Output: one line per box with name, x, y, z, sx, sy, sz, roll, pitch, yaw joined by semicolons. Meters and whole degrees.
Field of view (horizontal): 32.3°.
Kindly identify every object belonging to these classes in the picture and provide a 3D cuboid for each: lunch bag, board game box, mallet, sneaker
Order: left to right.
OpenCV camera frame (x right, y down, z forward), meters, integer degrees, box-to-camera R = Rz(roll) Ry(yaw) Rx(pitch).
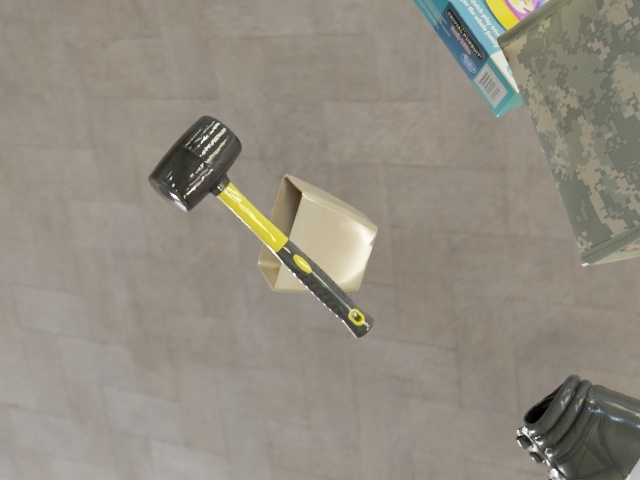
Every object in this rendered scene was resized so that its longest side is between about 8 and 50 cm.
mallet;-0.038;0.005;0.748;0.189;0.062;0.039;52;161;-15
board game box;0.348;-0.373;1.769;0.253;0.336;0.079;57;153;12
sneaker;0.287;0.270;1.284;0.147;0.104;0.295;31;128;17
lunch bag;0.322;-0.140;0.918;0.287;0.169;0.235;-34;70;49

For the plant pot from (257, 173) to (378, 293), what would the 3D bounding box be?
plant pot;0.000;0.000;1.187;0.096;0.109;0.109;14;101;-16
